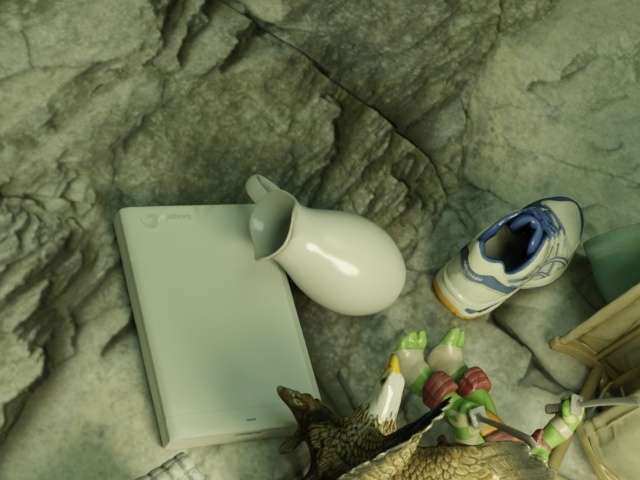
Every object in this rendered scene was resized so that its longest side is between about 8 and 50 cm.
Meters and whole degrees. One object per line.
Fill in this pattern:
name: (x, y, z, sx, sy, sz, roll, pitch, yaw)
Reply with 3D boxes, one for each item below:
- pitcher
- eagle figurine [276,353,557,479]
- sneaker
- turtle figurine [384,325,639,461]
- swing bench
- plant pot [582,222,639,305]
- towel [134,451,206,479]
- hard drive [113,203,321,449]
pitcher: (0.000, 0.000, 1.676, 0.207, 0.125, 0.177, 28, 23, -34)
eagle figurine: (0.071, 0.236, 1.436, 0.226, 0.298, 0.225, -24, 115, -27)
sneaker: (0.289, 0.006, 1.820, 0.112, 0.131, 0.296, 48, 50, 11)
turtle figurine: (0.223, 0.191, 1.593, 0.198, 0.274, 0.266, -27, 55, -24)
swing bench: (0.418, 0.199, 1.671, 0.165, 0.253, 0.254, 26, 52, -15)
plant pot: (0.527, 0.068, 1.817, 0.293, 0.293, 0.196, -6, 80, -29)
towel: (-0.164, 0.397, 1.354, 0.235, 0.121, 0.283, -31, 73, -30)
hard drive: (-0.125, 0.097, 1.616, 0.203, 0.040, 0.307, -2, 62, -27)
